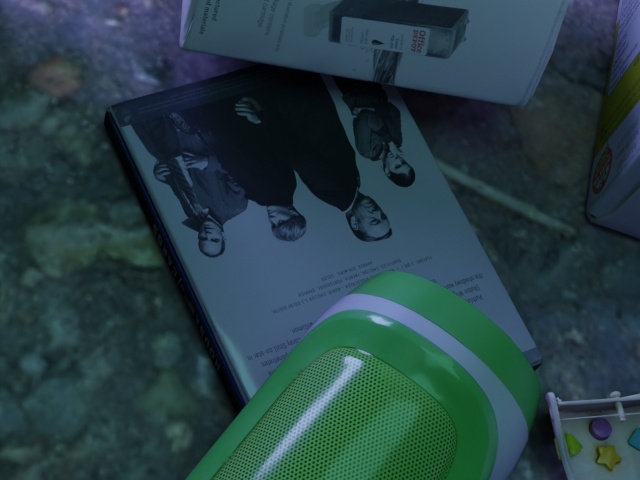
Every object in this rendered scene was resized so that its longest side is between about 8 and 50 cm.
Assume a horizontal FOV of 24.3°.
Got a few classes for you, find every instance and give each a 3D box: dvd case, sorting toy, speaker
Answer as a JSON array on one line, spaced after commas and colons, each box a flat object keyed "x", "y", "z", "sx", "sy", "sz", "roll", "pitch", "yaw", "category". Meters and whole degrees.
[{"x": 0.000, "y": 0.000, "z": 0.872, "sx": 0.179, "sy": 0.029, "sz": 0.239, "roll": -18, "pitch": 69, "yaw": -22, "category": "dvd case"}, {"x": 0.167, "y": 0.124, "z": 0.845, "sx": 0.083, "sy": 0.045, "sz": 0.075, "roll": -2, "pitch": 71, "yaw": -16, "category": "sorting toy"}, {"x": -0.019, "y": 0.157, "z": 0.713, "sx": 0.131, "sy": 0.131, "sz": 0.296, "roll": 37, "pitch": 68, "yaw": 7, "category": "speaker"}]

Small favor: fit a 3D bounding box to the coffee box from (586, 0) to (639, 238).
[{"x": 0.396, "y": -0.175, "z": 0.886, "sx": 0.337, "sy": 0.338, "sz": 0.334, "roll": 18, "pitch": 59, "yaw": -5, "category": "coffee box"}]

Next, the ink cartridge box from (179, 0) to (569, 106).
[{"x": 0.031, "y": -0.176, "z": 0.915, "sx": 0.217, "sy": 0.092, "sz": 0.159, "roll": 10, "pitch": 42, "yaw": -11, "category": "ink cartridge box"}]
